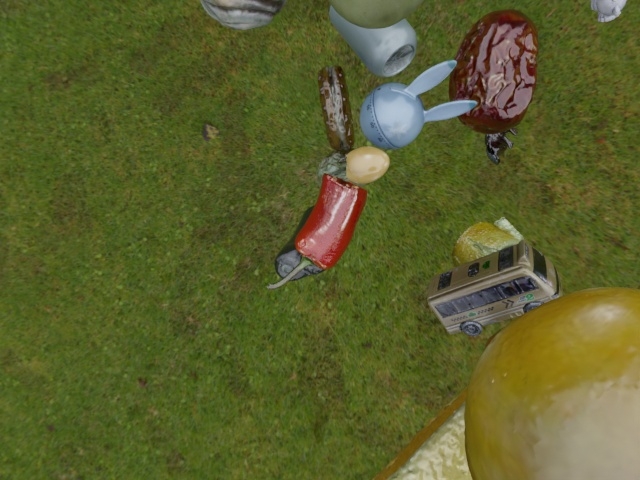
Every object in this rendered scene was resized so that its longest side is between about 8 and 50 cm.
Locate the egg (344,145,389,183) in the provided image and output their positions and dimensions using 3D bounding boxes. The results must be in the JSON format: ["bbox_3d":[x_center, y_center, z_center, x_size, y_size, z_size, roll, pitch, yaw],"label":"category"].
[{"bbox_3d":[0.101,-0.163,0.903,0.097,0.080,0.080,1,101,14],"label":"egg"}]

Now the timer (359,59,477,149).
[{"bbox_3d":[0.214,-0.328,1.008,0.256,0.175,0.175,-32,97,21],"label":"timer"}]

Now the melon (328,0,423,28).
[{"bbox_3d":[0.108,-0.562,0.814,0.272,0.308,0.271,-4,70,11],"label":"melon"}]

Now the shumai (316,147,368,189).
[{"bbox_3d":[0.113,-0.278,1.760,0.272,0.203,0.222,-40,104,14],"label":"shumai"}]

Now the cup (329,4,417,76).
[{"bbox_3d":[0.192,-0.746,1.484,0.206,0.205,0.312,-34,73,10],"label":"cup"}]

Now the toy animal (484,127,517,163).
[{"bbox_3d":[0.674,-0.388,1.614,0.116,0.179,0.218,15,79,6],"label":"toy animal"}]

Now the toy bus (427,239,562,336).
[{"bbox_3d":[0.419,0.118,1.031,0.290,0.139,0.157,-28,110,39],"label":"toy bus"}]

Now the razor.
[{"bbox_3d":[-0.016,-0.007,1.383,0.205,0.349,0.113,-16,117,28],"label":"razor"}]

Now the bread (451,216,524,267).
[{"bbox_3d":[0.486,0.056,1.209,0.186,0.124,0.257,-29,142,-3],"label":"bread"}]

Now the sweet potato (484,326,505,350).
[{"bbox_3d":[0.466,0.273,1.036,0.112,0.359,0.112,9,104,37],"label":"sweet potato"}]

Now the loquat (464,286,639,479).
[{"bbox_3d":[0.331,0.209,0.476,0.329,0.359,0.328,3,103,16],"label":"loquat"}]

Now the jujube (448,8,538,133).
[{"bbox_3d":[0.565,-0.542,1.369,0.277,0.276,0.376,15,89,2],"label":"jujube"}]

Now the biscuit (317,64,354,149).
[{"bbox_3d":[0.065,-0.508,1.618,0.103,0.332,0.331,-9,100,8],"label":"biscuit"}]

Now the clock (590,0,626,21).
[{"bbox_3d":[0.787,-0.697,1.139,0.080,0.117,0.176,-11,103,25],"label":"clock"}]

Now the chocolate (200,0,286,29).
[{"bbox_3d":[-0.186,-0.653,1.052,0.304,0.303,0.212,-13,109,7],"label":"chocolate"}]

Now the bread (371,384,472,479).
[{"bbox_3d":[0.250,0.458,0.752,0.375,0.165,0.236,-36,73,-14],"label":"bread"}]

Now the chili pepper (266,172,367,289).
[{"bbox_3d":[0.005,0.002,1.089,0.135,0.131,0.338,29,101,23],"label":"chili pepper"}]
